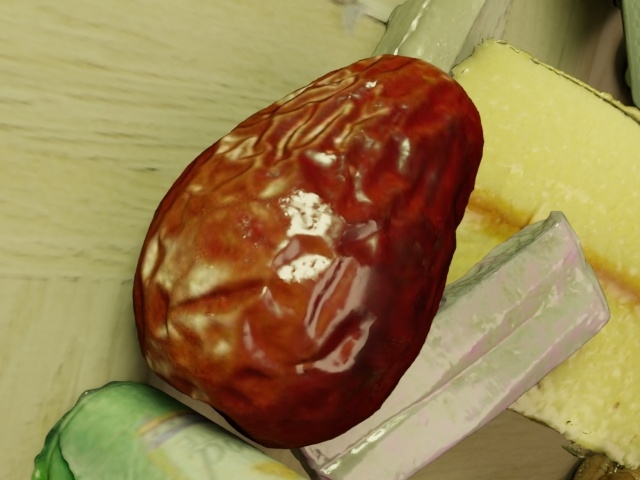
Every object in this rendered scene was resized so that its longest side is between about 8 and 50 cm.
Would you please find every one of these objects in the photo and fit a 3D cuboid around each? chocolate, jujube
[{"bbox_3d":[-0.036,0.168,0.468,0.110,0.291,0.110,-19,117,-45],"label":"chocolate"},{"bbox_3d":[0.000,0.000,0.533,0.255,0.190,0.190,-56,138,-21],"label":"jujube"}]

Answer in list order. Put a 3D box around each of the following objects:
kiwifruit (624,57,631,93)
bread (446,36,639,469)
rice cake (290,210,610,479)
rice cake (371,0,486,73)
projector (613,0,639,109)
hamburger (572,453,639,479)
[{"bbox_3d":[0.390,-0.191,0.974,0.124,0.075,0.075,38,76,-52],"label":"kiwifruit"},{"bbox_3d":[0.217,0.004,0.749,0.405,0.242,0.346,39,75,-53],"label":"bread"},{"bbox_3d":[0.102,0.092,0.655,0.298,0.050,0.106,-32,100,-22],"label":"rice cake"},{"bbox_3d":[0.090,-0.176,0.656,0.057,0.052,0.256,39,75,-45],"label":"rice cake"},{"bbox_3d":[0.316,-0.272,0.777,0.198,0.108,0.250,-77,154,-42],"label":"projector"},{"bbox_3d":[0.409,0.436,1.204,0.286,0.146,0.243,-27,117,-38],"label":"hamburger"}]
